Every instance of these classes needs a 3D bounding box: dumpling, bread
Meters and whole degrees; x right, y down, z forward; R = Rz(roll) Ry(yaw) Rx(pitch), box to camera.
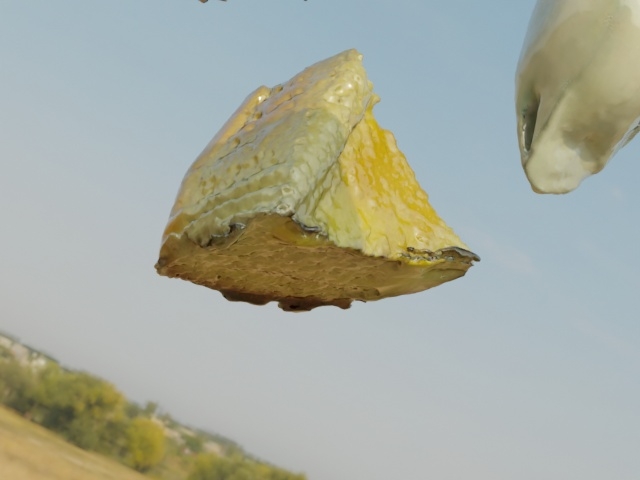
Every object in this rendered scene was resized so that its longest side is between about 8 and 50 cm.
[{"bbox_3d":[0.212,-0.133,0.752,0.151,0.228,0.124,15,14,-39],"label":"dumpling"},{"bbox_3d":[0.000,0.000,0.652,0.140,0.169,0.160,-20,-62,36],"label":"bread"}]

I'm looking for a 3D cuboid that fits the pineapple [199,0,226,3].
[{"bbox_3d":[-0.082,-0.139,0.225,0.225,0.076,0.225,53,3,-4],"label":"pineapple"}]
